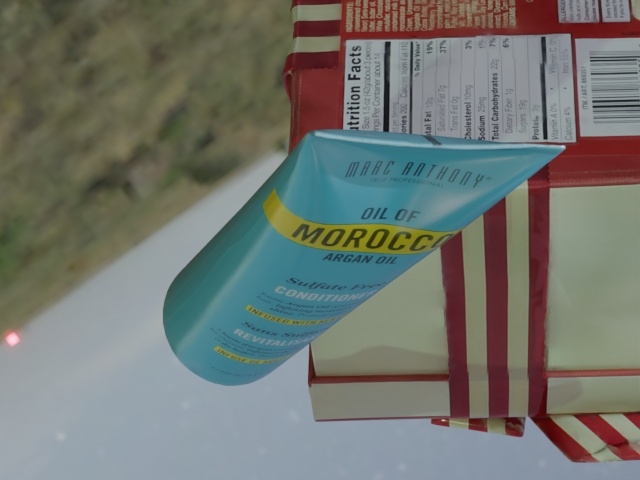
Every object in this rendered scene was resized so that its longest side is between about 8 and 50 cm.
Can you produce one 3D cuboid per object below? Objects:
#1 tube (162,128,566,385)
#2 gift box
[{"bbox_3d":[0.000,0.000,0.649,0.080,0.052,0.207,-3,163,-22],"label":"tube"},{"bbox_3d":[0.119,-0.031,1.091,0.258,0.276,0.255,84,10,-54],"label":"gift box"}]
